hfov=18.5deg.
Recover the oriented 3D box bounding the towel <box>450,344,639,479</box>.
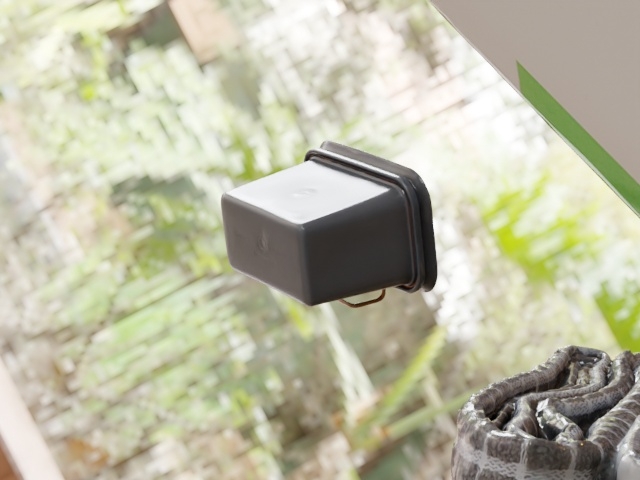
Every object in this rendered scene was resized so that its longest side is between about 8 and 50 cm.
[{"bbox_3d":[0.105,0.172,0.831,0.283,0.121,0.235,-14,113,-76],"label":"towel"}]

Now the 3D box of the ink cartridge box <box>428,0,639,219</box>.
[{"bbox_3d":[0.167,-0.104,0.462,0.198,0.273,0.115,50,-35,32],"label":"ink cartridge box"}]

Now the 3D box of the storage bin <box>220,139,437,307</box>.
[{"bbox_3d":[0.000,0.000,1.278,0.135,0.091,0.098,25,-54,55],"label":"storage bin"}]
